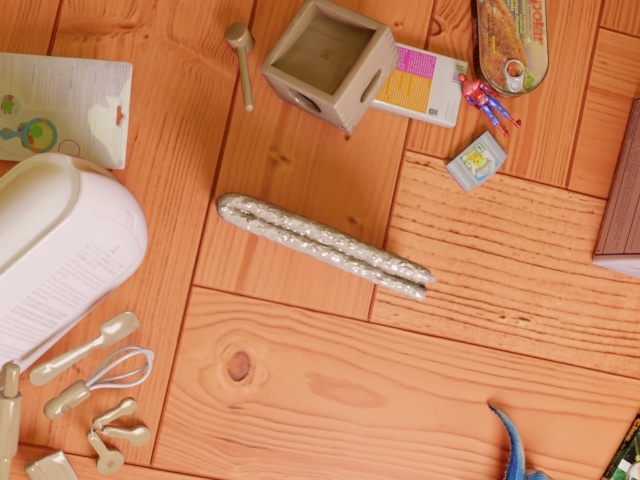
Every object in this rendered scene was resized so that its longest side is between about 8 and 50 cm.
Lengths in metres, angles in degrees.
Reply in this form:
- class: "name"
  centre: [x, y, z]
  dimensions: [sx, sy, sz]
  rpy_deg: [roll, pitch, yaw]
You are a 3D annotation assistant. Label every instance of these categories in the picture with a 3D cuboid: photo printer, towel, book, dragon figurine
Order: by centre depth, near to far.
- class: "photo printer"
  centre: [-0.344, 0.038, 0.917]
  dimensions: [0.307, 0.256, 0.107]
  rpy_deg: [-43, 75, -7]
- class: "towel"
  centre: [0.000, 0.000, 1.003]
  dimensions: [0.282, 0.187, 0.049]
  rpy_deg: [22, 89, -9]
- class: "dragon figurine"
  centre: [0.262, 0.383, 1.085]
  dimensions: [0.144, 0.085, 0.289]
  rpy_deg: [-25, 94, -9]
- class: "book"
  centre: [0.129, -0.223, 1.109]
  dimensions: [0.144, 0.035, 0.096]
  rpy_deg: [14, 83, -9]

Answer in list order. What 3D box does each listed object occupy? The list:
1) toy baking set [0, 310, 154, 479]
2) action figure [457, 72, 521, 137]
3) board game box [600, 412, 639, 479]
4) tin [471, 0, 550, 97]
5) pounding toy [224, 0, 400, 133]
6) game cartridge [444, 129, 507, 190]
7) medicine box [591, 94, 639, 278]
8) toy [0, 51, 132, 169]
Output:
- class: "toy baking set"
  centre: [-0.307, 0.205, 0.987]
  dimensions: [0.197, 0.030, 0.256]
  rpy_deg: [-4, 113, -31]
- class: "action figure"
  centre: [0.234, -0.196, 1.113]
  dimensions: [0.115, 0.030, 0.038]
  rpy_deg: [39, 123, -21]
- class: "board game box"
  centre: [0.542, 0.380, 1.159]
  dimensions: [0.260, 0.030, 0.136]
  rpy_deg: [33, 86, -7]
- class: "tin"
  centre: [0.272, -0.299, 1.131]
  dimensions: [0.106, 0.040, 0.189]
  rpy_deg: [-2, 89, -5]
- class: "pounding toy"
  centre: [-0.031, -0.228, 1.057]
  dimensions: [0.206, 0.094, 0.181]
  rpy_deg: [30, 83, 24]
- class: "game cartridge"
  centre: [0.225, -0.112, 1.129]
  dimensions: [0.083, 0.017, 0.056]
  rpy_deg: [-41, 98, -8]
- class: "medicine box"
  centre: [0.519, -0.074, 1.035]
  dimensions: [0.149, 0.289, 0.263]
  rpy_deg: [17, 86, -8]
- class: "toy"
  centre: [-0.363, -0.167, 1.017]
  dimensions: [0.237, 0.056, 0.137]
  rpy_deg: [4, 91, -4]
